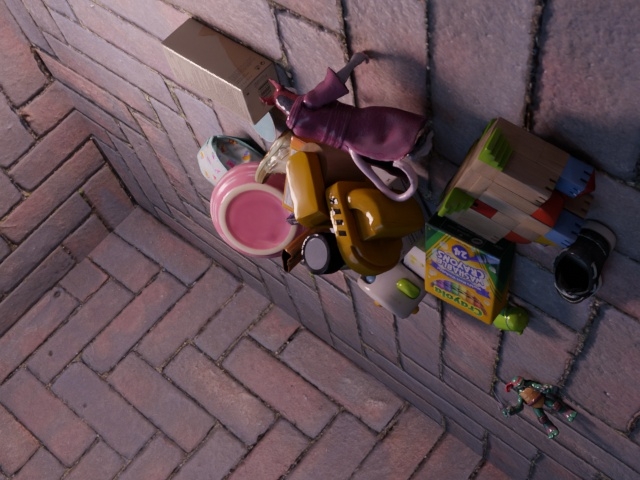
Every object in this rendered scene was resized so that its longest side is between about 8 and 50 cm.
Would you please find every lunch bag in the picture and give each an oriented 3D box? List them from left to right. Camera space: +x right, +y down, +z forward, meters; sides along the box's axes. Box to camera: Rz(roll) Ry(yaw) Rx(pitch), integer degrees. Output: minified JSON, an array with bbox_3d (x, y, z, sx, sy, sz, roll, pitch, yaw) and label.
[{"bbox_3d":[-0.279,-0.240,2.480,0.262,0.160,0.223,40,164,-13],"label":"lunch bag"}]

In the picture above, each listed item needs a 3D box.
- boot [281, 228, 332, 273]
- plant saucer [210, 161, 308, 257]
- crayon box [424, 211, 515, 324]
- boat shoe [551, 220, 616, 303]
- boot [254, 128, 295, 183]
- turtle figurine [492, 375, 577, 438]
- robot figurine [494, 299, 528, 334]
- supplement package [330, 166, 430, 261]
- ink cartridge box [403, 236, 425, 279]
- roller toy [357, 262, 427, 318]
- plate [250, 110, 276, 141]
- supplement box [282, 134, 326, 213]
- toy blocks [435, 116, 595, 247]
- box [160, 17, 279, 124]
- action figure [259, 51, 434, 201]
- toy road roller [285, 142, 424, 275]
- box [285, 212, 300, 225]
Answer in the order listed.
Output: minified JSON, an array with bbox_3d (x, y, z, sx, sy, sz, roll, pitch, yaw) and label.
[{"bbox_3d":[0.000,0.000,2.241,0.096,0.280,0.264,39,162,10],"label":"boot"},{"bbox_3d":[-0.189,-0.081,2.364,0.332,0.332,0.084,47,-157,-16],"label":"plant saucer"},{"bbox_3d":[0.366,0.080,1.884,0.203,0.083,0.322,28,150,27],"label":"crayon box"},{"bbox_3d":[0.531,0.066,1.580,0.114,0.091,0.302,33,160,27],"label":"boat shoe"},{"bbox_3d":[-0.089,-0.202,2.196,0.165,0.077,0.213,39,131,-1],"label":"boot"},{"bbox_3d":[0.652,0.484,2.296,0.234,0.118,0.175,40,122,0],"label":"turtle figurine"},{"bbox_3d":[0.507,0.208,2.012,0.101,0.067,0.115,55,159,-14],"label":"robot figurine"},{"bbox_3d":[0.125,-0.091,1.968,0.262,0.145,0.204,20,149,49],"label":"supplement package"},{"bbox_3d":[0.255,0.018,2.125,0.235,0.056,0.171,35,162,16],"label":"ink cartridge box"},{"bbox_3d":[0.215,0.138,2.265,0.191,0.146,0.209,39,-177,22],"label":"roller toy"},{"bbox_3d":[-0.174,-0.365,2.132,0.188,0.024,0.188,48,160,24],"label":"plate"},{"bbox_3d":[-0.045,-0.185,2.078,0.080,0.078,0.233,32,133,24],"label":"supplement box"},{"bbox_3d":[0.392,-0.080,1.452,0.261,0.190,0.381,29,163,2],"label":"toy blocks"},{"bbox_3d":[-0.262,-0.450,1.996,0.311,0.121,0.148,34,161,24],"label":"box"},{"bbox_3d":[0.041,-0.232,1.606,0.370,0.275,0.248,18,150,-2],"label":"action figure"},{"bbox_3d":[0.087,-0.083,1.674,0.241,0.203,0.329,-26,73,44],"label":"toy road roller"},{"bbox_3d":[-0.025,-0.112,2.228,0.029,0.162,0.116,47,162,-16],"label":"box"}]
